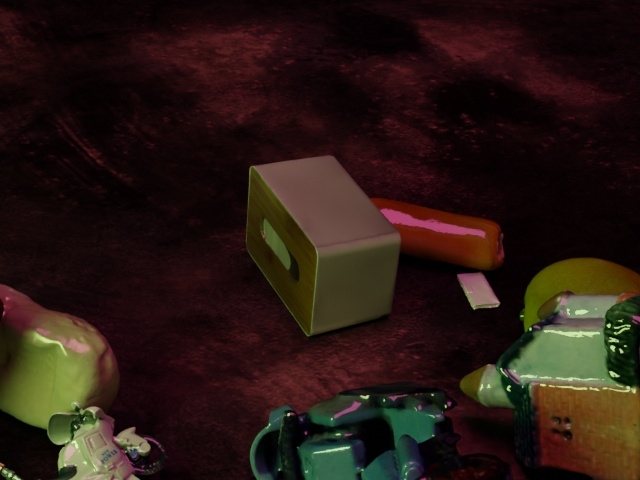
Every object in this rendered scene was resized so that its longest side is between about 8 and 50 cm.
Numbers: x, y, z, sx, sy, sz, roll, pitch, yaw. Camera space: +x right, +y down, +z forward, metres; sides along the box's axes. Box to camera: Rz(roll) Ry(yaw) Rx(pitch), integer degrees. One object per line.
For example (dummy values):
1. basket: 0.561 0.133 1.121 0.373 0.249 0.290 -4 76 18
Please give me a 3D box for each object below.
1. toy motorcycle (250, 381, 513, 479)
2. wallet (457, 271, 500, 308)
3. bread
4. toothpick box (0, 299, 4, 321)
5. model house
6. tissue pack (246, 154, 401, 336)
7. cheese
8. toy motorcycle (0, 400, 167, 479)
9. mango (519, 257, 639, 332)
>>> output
1. toy motorcycle: 0.057 0.268 1.609 0.232 0.172 0.416 -12 12 -16
2. wallet: 0.238 0.074 2.071 0.044 0.011 0.083 -6 36 -13
3. bread: 0.171 -0.013 2.135 0.239 0.073 0.092 11 23 10
4. toothpick box: -0.526 0.156 1.662 0.192 0.192 0.294 36 86 38
5. model house: 0.322 0.183 1.764 0.291 0.253 0.184 3 10 31
6. tissue pack: 0.000 0.001 2.030 0.136 0.159 0.246 -11 37 -22
7. cheese: -0.377 0.150 1.781 0.263 0.159 0.093 22 32 25
8. toy motorcycle: -0.296 0.283 1.654 0.150 0.102 0.221 30 41 15
9. mango: 0.402 0.126 1.898 0.185 0.149 0.273 -24 48 -37
